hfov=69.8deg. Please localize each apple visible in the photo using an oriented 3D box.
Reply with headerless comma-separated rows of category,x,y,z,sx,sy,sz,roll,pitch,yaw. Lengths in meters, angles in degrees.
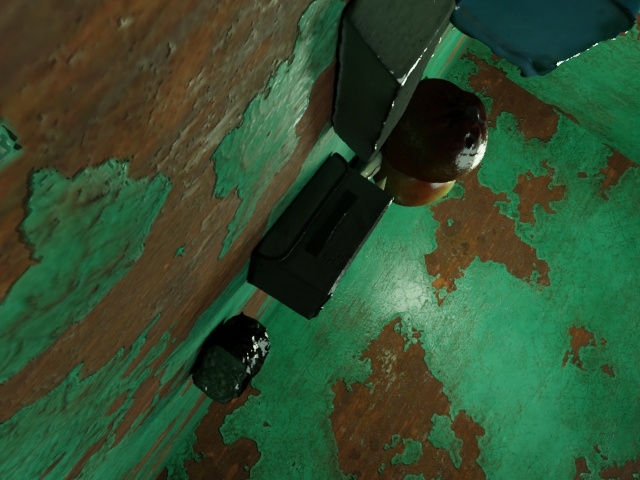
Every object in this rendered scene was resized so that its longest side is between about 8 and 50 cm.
apple,0.332,-0.278,1.643,0.319,0.319,0.277,-55,148,3

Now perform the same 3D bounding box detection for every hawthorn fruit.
hawthorn fruit,0.309,-0.304,1.284,0.295,0.295,0.311,-54,-149,-14

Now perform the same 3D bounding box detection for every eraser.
eraser,0.076,-0.201,0.574,0.111,0.077,0.352,-57,177,-5

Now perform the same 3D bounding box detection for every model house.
model house,0.403,-0.482,0.770,0.303,0.237,0.215,-62,-167,-10

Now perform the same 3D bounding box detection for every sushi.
sushi,-0.190,0.259,1.007,0.127,0.124,0.225,-51,175,-48

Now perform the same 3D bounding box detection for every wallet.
wallet,0.073,-0.134,1.326,0.335,0.068,0.275,-50,177,-44

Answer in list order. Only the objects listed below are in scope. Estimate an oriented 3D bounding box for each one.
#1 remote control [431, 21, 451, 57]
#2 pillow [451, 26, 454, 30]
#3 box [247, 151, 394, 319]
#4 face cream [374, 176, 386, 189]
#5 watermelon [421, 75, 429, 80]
remote control,0.259,-0.453,0.971,0.233,0.038,0.098,-56,178,-8
pillow,0.367,-0.540,1.014,0.128,0.051,0.229,-63,-164,10
box,0.000,0.000,0.875,0.252,0.153,0.188,-55,178,-25
face cream,0.127,-0.104,1.286,0.137,0.084,0.341,-49,-179,20
watermelon,0.325,-0.486,1.532,0.119,0.063,0.245,-36,-169,26
